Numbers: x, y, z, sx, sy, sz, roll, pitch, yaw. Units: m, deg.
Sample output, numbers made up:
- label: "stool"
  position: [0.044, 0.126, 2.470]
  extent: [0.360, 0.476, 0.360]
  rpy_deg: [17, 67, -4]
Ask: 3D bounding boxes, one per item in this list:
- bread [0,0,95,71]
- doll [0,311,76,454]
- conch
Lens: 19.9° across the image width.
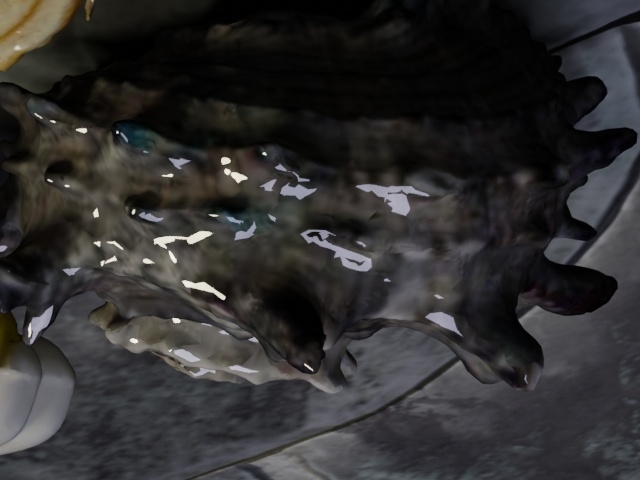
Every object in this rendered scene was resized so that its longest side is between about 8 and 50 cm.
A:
- label: "bread"
  position: [-0.135, -0.114, 0.627]
  extent: [0.122, 0.073, 0.149]
  rpy_deg: [-2, 149, -17]
- label: "doll"
  position: [-0.238, 0.039, 0.780]
  extent: [0.237, 0.111, 0.252]
  rpy_deg: [12, 176, 37]
- label: "conch"
  position: [-0.006, -0.006, 0.783]
  extent: [0.313, 0.186, 0.241]
  rpy_deg: [-13, 174, -25]
